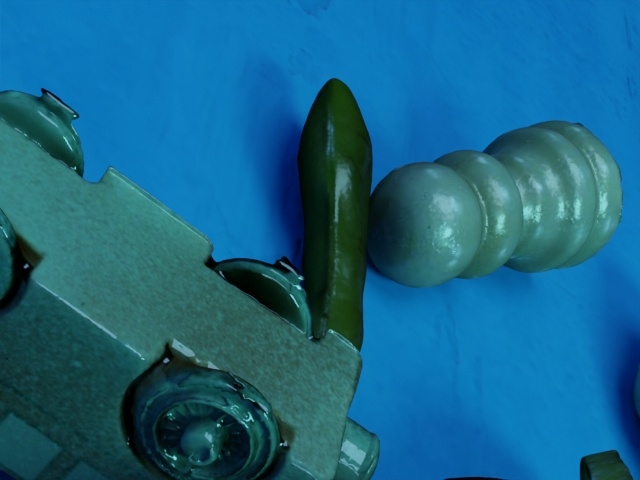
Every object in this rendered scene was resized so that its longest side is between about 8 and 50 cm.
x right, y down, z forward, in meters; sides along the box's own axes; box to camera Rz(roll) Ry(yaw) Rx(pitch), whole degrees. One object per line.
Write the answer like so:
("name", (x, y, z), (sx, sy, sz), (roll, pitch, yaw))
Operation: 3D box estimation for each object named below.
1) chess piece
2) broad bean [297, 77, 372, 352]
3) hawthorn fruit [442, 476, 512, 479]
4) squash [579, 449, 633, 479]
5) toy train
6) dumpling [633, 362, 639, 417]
("chess piece", (0.131, -0.024, 1.018), (0.243, 0.133, 0.133), (-12, 67, -44))
("broad bean", (0.009, 0.000, 0.898), (0.075, 0.067, 0.325), (44, 35, -38))
("hawthorn fruit", (0.091, 0.208, 0.738), (0.172, 0.148, 0.148), (18, 43, -15))
("squash", (0.207, 0.245, 0.812), (0.219, 0.041, 0.219), (-16, 90, -85))
("toy train", (-0.121, 0.047, 0.635), (0.326, 0.159, 0.129), (36, 34, -12))
("dumpling", (0.346, 0.149, 1.108), (0.229, 0.124, 0.151), (-65, 146, -47))
